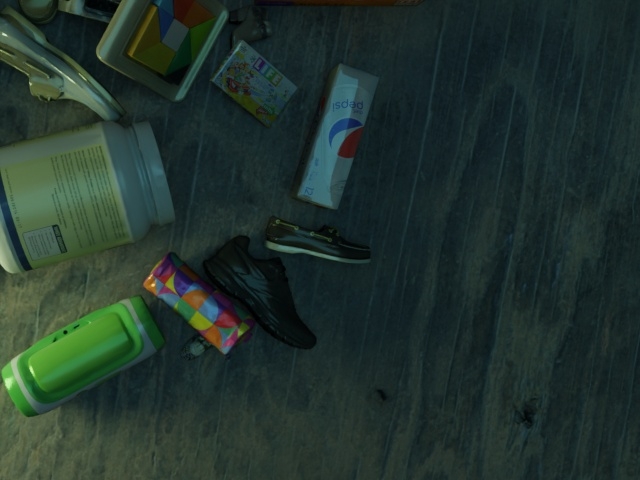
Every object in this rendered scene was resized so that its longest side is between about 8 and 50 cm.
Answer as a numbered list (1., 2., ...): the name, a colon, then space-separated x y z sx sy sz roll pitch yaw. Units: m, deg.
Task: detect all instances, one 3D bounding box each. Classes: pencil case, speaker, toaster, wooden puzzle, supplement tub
1. pencil case: -0.237 0.128 1.815 0.236 0.104 0.104 41 84 0
2. speaker: -0.456 0.223 1.776 0.296 0.131 0.131 -28 98 -10
3. toaster: -0.394 -0.492 1.733 0.185 0.110 0.168 10 103 -25
4. wooden puzzle: -0.289 -0.395 1.746 0.238 0.044 0.221 25 95 -57
5. supplement tub: -0.454 -0.089 1.706 0.324 0.235 0.236 -15 96 -11

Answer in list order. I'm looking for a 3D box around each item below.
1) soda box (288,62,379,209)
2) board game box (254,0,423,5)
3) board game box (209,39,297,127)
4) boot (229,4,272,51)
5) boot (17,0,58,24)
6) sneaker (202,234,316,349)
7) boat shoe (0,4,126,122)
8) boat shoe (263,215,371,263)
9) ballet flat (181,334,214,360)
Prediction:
1. soda box: 0.027 -0.210 1.876 0.091 0.098 0.286 18 88 -13
2. board game box: 0.064 -0.658 1.730 0.356 0.356 0.357 -3 93 -12
3. board game box: -0.135 -0.316 1.850 0.154 0.026 0.103 37 85 -28
4. boot: -0.141 -0.419 1.858 0.086 0.042 0.119 -3 94 -14
5. boot: -0.523 -0.544 1.685 0.095 0.203 0.262 6 91 -13
6. sneaker: -0.101 0.107 1.862 0.286 0.109 0.130 45 77 -12
7. boat shoe: -0.512 -0.313 1.753 0.302 0.113 0.103 39 85 -1
8. boat shoe: 0.000 0.000 1.887 0.227 0.081 0.069 10 94 -10
9. ballet flat: -0.235 0.207 1.867 0.114 0.041 0.041 -34 99 -9
